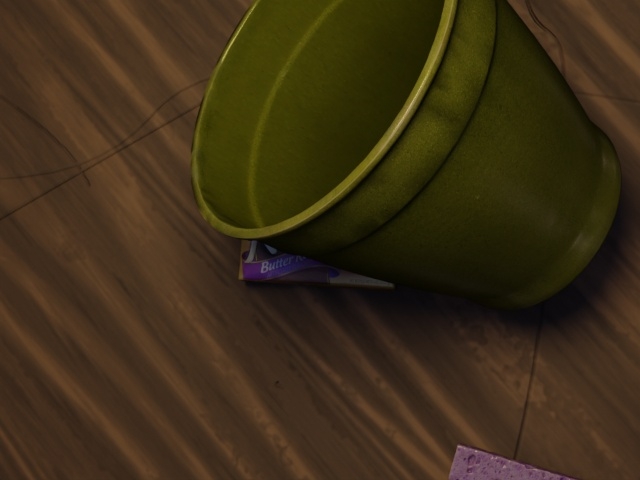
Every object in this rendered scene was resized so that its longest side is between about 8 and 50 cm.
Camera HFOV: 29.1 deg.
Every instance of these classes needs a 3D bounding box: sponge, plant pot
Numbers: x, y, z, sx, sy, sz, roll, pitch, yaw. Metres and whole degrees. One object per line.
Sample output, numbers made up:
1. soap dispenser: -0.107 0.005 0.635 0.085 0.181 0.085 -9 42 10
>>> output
1. sponge: 0.244 0.318 1.411 0.210 0.031 0.117 15 87 9
2. plant pot: 0.118 -0.099 1.278 0.353 0.366 0.366 29 89 -34

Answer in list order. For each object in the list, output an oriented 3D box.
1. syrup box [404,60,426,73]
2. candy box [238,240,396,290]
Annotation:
1. syrup box: 0.084 -0.306 1.456 0.096 0.093 0.237 -33 82 3
2. candy box: 0.000 0.000 1.461 0.187 0.053 0.109 4 85 6
